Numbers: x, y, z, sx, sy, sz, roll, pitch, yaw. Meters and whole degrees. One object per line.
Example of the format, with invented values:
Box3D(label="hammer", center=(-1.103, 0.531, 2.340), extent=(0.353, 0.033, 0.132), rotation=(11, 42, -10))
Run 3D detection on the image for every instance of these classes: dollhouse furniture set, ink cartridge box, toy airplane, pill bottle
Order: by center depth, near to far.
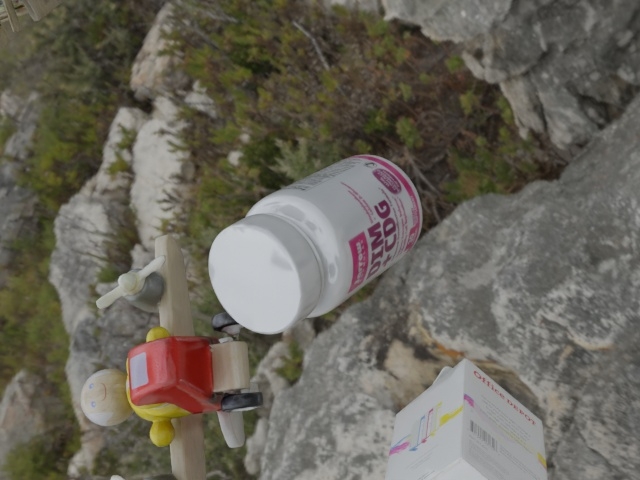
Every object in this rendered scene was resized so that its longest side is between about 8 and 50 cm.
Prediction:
Box3D(label="ink cartridge box", center=(0.116, 0.174, 0.607), extent=(0.090, 0.092, 0.143), rotation=(-45, 8, 26))
Box3D(label="dollhouse furniture set", center=(-0.422, -0.261, 0.858), extent=(0.181, 0.101, 0.161), rotation=(-10, 34, 24))
Box3D(label="pill bottle", center=(0.000, 0.000, 0.966), extent=(0.160, 0.283, 0.161), rotation=(14, 117, 30))
Box3D(label="toy airplane", center=(-0.232, 0.230, 1.199), extent=(0.272, 0.385, 0.386), rotation=(-7, 28, -7))
